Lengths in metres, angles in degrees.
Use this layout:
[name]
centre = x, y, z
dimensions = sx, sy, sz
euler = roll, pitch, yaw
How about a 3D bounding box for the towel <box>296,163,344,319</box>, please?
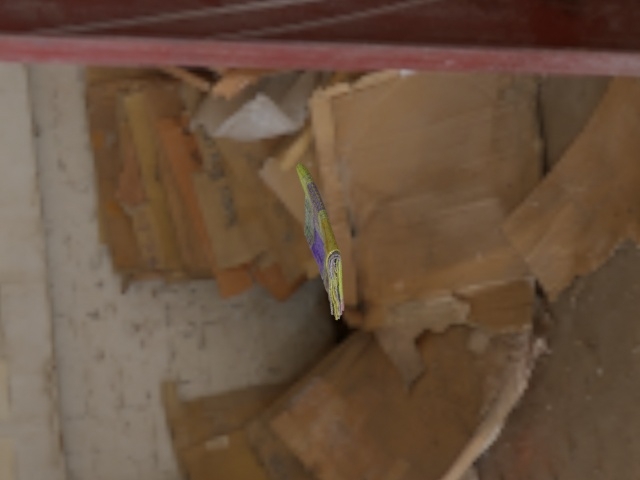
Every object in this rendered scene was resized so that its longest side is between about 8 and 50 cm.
[towel]
centre = 0.000, 0.000, 0.847
dimensions = 0.060, 0.009, 0.083
euler = 84, 170, -48
